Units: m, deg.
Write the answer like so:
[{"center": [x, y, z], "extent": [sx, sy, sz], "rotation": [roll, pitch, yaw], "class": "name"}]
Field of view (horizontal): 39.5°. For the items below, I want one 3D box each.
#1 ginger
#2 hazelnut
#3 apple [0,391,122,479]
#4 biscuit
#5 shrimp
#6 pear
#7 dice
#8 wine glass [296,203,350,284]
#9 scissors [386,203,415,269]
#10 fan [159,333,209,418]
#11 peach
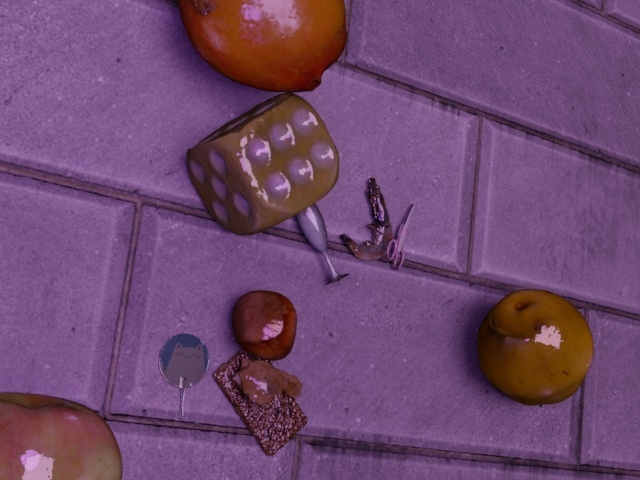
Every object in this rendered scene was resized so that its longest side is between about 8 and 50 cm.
[{"center": [-0.105, 0.310, 1.892], "extent": [0.165, 0.067, 0.096], "rotation": [22, 48, -27], "class": "ginger"}, {"center": [-0.115, 0.182, 1.899], "extent": [0.150, 0.150, 0.150], "rotation": [5, 81, -31], "class": "hazelnut"}, {"center": [-0.504, 0.408, 1.526], "extent": [0.319, 0.319, 0.277], "rotation": [11, 87, -30], "class": "apple"}, {"center": [-0.127, 0.342, 1.931], "extent": [0.131, 0.025, 0.231], "rotation": [-41, 105, -30], "class": "biscuit"}, {"center": [0.104, -0.047, 2.123], "extent": [0.148, 0.035, 0.195], "rotation": [-13, 94, -30], "class": "shrimp"}, {"center": [0.538, 0.280, 2.205], "extent": [0.285, 0.285, 0.336], "rotation": [-46, 106, -28], "class": "pear"}, {"center": [-0.119, -0.158, 1.879], "extent": [0.238, 0.233, 0.227], "rotation": [-36, 103, -30], "class": "dice"}, {"center": [0.000, 0.000, 2.033], "extent": [0.066, 0.066, 0.198], "rotation": [-27, 98, -32], "class": "wine glass"}, {"center": [0.201, -0.016, 2.177], "extent": [0.085, 0.022, 0.176], "rotation": [50, 53, -45], "class": "scissors"}, {"center": [-0.284, 0.281, 1.852], "extent": [0.113, 0.005, 0.175], "rotation": [8, 80, -31], "class": "fan"}, {"center": [-0.110, -0.482, 1.886], "extent": [0.373, 0.290, 0.372], "rotation": [26, 34, -19], "class": "peach"}]
